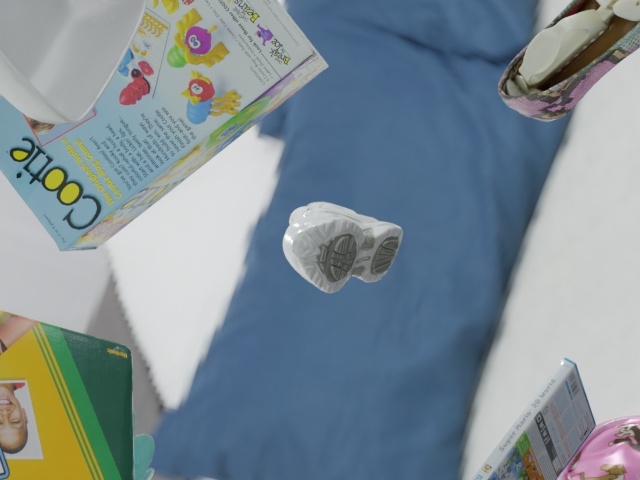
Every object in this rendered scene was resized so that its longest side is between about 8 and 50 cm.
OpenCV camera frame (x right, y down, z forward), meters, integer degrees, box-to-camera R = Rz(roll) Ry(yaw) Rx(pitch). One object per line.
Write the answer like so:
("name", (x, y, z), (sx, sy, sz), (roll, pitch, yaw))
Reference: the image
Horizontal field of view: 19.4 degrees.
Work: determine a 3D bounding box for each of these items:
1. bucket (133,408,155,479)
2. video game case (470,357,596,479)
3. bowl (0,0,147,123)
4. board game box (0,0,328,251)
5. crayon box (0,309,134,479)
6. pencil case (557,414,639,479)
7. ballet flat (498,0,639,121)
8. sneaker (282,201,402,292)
("bucket", (-0.318, 0.236, 1.831), (0.281, 0.281, 0.183), (-37, 17, 52))
("video game case", (0.181, 0.195, 1.645), (0.015, 0.119, 0.166), (29, 70, 32))
("bowl", (-0.185, -0.155, 1.184), (0.053, 0.142, 0.142), (-8, 43, 34))
("board game box", (-0.148, -0.129, 1.654), (0.275, 0.144, 0.142), (-38, -3, 4))
("crayon box", (-0.233, 0.116, 1.026), (0.081, 0.278, 0.165), (-27, 57, 40))
("pencil case", (0.355, 0.315, 1.844), (0.160, 0.386, 0.167), (-33, 51, 3))
("ballet flat", (0.233, -0.185, 1.579), (0.221, 0.079, 0.077), (-46, 64, 26))
("sneaker", (0.000, 0.000, 2.183), (0.115, 0.232, 0.090), (26, 98, 24))
